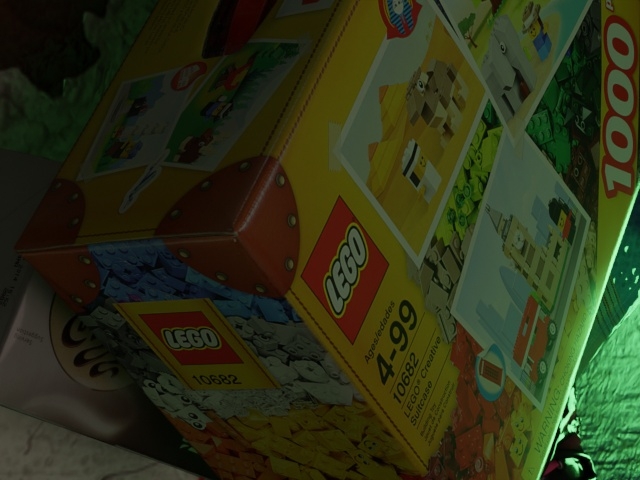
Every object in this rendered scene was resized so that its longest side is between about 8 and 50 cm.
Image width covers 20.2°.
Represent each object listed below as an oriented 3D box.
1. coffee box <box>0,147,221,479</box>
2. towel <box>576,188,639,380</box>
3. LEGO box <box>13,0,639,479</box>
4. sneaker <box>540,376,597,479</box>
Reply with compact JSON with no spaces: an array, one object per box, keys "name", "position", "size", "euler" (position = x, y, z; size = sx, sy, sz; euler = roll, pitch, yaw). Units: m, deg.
[{"name":"coffee box","position":[-0.146,0.065,1.319],"size":[0.297,0.119,0.168],"euler":[30,78,-48]},{"name":"towel","position":[0.217,-0.026,1.742],"size":[0.271,0.040,0.370],"euler":[-46,131,-26]},{"name":"LEGO box","position":[0.052,-0.066,1.309],"size":[0.372,0.193,0.500],"euler":[53,47,-36]},{"name":"sneaker","position":[0.188,0.194,1.640],"size":[0.185,0.202,0.483],"euler":[-23,122,-10]}]
